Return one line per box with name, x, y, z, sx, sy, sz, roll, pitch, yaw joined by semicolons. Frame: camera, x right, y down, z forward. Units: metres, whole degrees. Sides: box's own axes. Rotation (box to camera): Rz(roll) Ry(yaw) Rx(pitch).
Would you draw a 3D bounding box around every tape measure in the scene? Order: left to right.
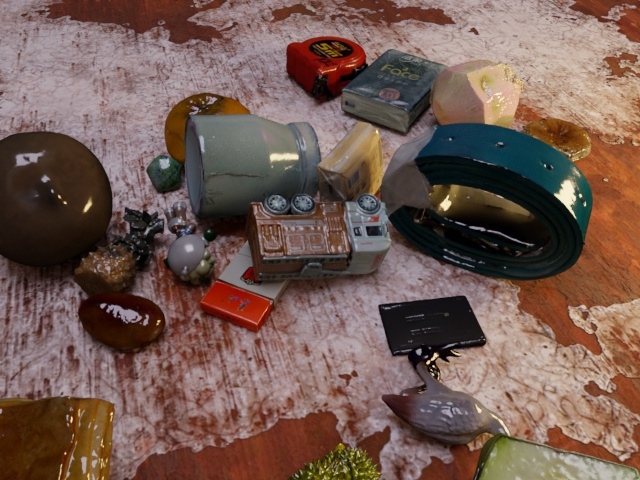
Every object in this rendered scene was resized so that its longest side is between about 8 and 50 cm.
tape measure;0.028;-0.567;1.852;0.261;0.114;0.253;-20;48;-26

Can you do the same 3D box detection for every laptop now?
laptop;0.226;0.169;1.168;0.197;0.016;0.135;-5;43;-7

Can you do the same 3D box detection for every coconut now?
coconut;0.427;-0.397;1.608;0.245;0.233;0.233;-21;49;-27

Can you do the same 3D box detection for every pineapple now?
pineapple;-0.419;0.020;1.232;0.111;0.119;0.237;24;46;4

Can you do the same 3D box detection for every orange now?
orange;-0.293;-0.297;1.513;0.249;0.183;0.249;1;45;-1

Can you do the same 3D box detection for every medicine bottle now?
medicine bottle;-0.162;-0.181;1.356;0.290;0.245;0.245;-6;44;-20

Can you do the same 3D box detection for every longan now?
longan;-0.596;-0.087;1.228;0.297;0.297;0.297;1;44;-1

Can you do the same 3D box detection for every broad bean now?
broad bean;-0.389;0.156;1.120;0.165;0.084;0.114;20;68;9

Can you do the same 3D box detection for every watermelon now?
watermelon;-0.404;-0.175;1.466;0.085;0.092;0.072;-18;8;-30

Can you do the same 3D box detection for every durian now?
durian;0.020;0.396;0.835;0.198;0.146;0.159;-31;55;-25

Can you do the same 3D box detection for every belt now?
belt;0.350;-0.086;1.230;0.437;0.300;0.173;18;46;16

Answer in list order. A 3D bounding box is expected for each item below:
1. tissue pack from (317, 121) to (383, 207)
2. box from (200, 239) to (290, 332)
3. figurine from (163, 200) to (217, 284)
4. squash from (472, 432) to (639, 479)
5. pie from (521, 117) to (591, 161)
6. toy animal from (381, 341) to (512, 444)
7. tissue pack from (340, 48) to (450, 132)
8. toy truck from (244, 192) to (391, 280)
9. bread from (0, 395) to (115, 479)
tissue pack;0.076;-0.158;1.381;0.090;0.186;0.222;16;47;22
box;-0.139;0.080;1.235;0.139;0.035;0.245;20;46;15
figurine;-0.291;0.007;1.251;0.147;0.093;0.197;-32;52;19
squash;0.289;0.457;0.740;0.234;0.210;0.309;10;39;25
pie;0.679;-0.293;1.635;0.195;0.046;0.195;1;43;-1
toy animal;0.244;0.301;0.978;0.195;0.090;0.324;-24;48;-24
tissue pack;0.234;-0.468;1.761;0.228;0.103;0.315;25;49;20
toy truck;0.000;0.000;1.220;0.306;0.136;0.162;-2;57;-15
bread;-0.463;0.386;0.809;0.370;0.191;0.314;-10;50;5
